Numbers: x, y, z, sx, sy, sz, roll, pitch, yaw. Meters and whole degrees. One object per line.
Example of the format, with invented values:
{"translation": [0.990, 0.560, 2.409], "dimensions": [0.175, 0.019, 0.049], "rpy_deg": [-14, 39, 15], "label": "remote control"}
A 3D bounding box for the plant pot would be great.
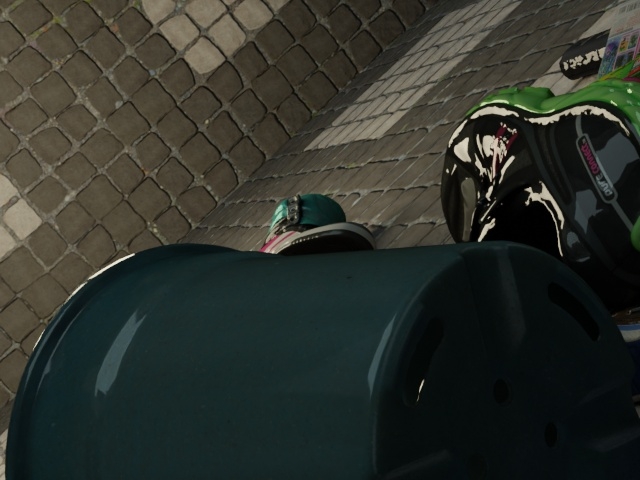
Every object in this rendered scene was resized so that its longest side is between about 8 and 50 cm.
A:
{"translation": [0.016, 0.145, 0.847], "dimensions": [0.334, 0.341, 0.341], "rpy_deg": [-14, 29, 48], "label": "plant pot"}

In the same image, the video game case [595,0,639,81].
{"translation": [0.400, -0.242, 1.518], "dimensions": [0.157, 0.019, 0.143], "rpy_deg": [-11, 59, 65], "label": "video game case"}

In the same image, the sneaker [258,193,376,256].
{"translation": [0.000, 0.000, 1.785], "dimensions": [0.295, 0.124, 0.178], "rpy_deg": [-28, 28, 48], "label": "sneaker"}

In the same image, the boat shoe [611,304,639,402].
{"translation": [0.252, 0.079, 0.934], "dimensions": [0.066, 0.066, 0.183], "rpy_deg": [-32, 9, -28], "label": "boat shoe"}

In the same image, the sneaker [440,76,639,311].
{"translation": [0.191, -0.023, 1.135], "dimensions": [0.202, 0.185, 0.483], "rpy_deg": [-50, 5, -8], "label": "sneaker"}

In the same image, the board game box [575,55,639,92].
{"translation": [0.310, -0.124, 1.345], "dimensions": [0.181, 0.092, 0.043], "rpy_deg": [-29, 18, 42], "label": "board game box"}

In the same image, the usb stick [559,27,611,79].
{"translation": [0.412, -0.264, 1.620], "dimensions": [0.077, 0.045, 0.278], "rpy_deg": [-47, 14, -20], "label": "usb stick"}
